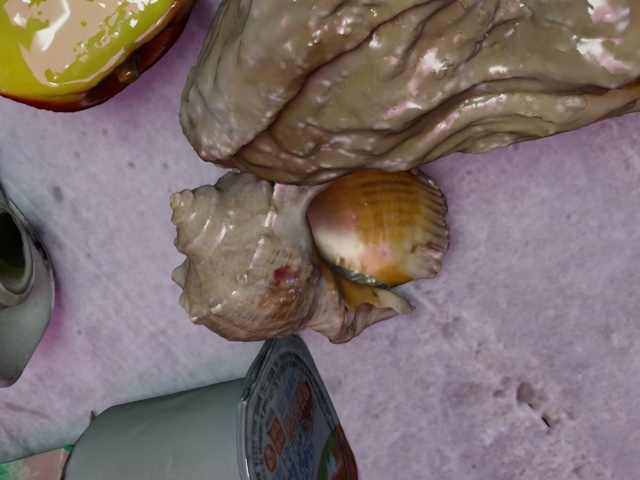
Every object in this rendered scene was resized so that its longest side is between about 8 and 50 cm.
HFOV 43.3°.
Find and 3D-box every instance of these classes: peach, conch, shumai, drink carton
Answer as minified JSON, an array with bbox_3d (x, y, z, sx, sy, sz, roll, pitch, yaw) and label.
[{"bbox_3d":[-0.215,-0.195,0.514,0.267,0.159,0.154,39,100,-13],"label":"peach"},{"bbox_3d":[0.000,0.000,0.586,0.178,0.163,0.245,-30,138,32],"label":"conch"},{"bbox_3d":[0.088,-0.132,0.461,0.262,0.267,0.314,30,101,-14],"label":"shumai"},{"bbox_3d":[-0.090,0.191,0.669,0.190,0.185,0.191,-13,113,22],"label":"drink carton"}]

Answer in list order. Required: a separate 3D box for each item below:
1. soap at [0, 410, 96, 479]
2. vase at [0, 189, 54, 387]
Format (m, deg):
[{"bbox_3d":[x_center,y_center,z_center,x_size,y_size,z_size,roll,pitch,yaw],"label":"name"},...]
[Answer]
[{"bbox_3d":[-0.313,0.293,0.723,0.273,0.217,0.098,-18,138,14],"label":"soap"},{"bbox_3d":[-0.437,0.070,0.616,0.445,0.250,0.250,-16,110,7],"label":"vase"}]
